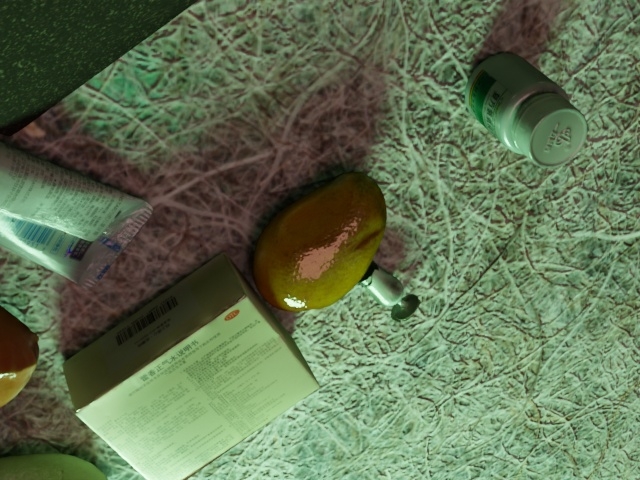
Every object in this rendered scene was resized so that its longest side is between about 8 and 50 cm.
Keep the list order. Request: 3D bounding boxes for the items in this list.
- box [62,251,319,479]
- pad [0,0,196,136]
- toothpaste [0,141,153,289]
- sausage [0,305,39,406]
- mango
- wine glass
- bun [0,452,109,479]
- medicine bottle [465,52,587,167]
[{"bbox_3d":[-0.136,0.142,1.122,0.212,0.095,0.168,-34,129,0],"label":"box"},{"bbox_3d":[-0.204,-0.161,0.801,0.220,0.330,0.004,-36,88,1],"label":"pad"},{"bbox_3d":[-0.296,-0.046,0.959,0.299,0.073,0.114,29,106,-41],"label":"toothpaste"},{"bbox_3d":[-0.391,0.103,0.973,0.258,0.133,0.133,12,116,-29],"label":"sausage"},{"bbox_3d":[0.003,0.006,1.101,0.165,0.089,0.115,-37,118,-1],"label":"mango"},{"bbox_3d":[0.071,0.057,1.192,0.083,0.042,0.039,38,63,-33],"label":"wine glass"},{"bbox_3d":[-0.325,0.341,1.151,0.231,0.133,0.231,-12,125,-18],"label":"bun"},{"bbox_3d":[0.207,-0.130,1.066,0.080,0.130,0.080,-10,124,-15],"label":"medicine bottle"}]
